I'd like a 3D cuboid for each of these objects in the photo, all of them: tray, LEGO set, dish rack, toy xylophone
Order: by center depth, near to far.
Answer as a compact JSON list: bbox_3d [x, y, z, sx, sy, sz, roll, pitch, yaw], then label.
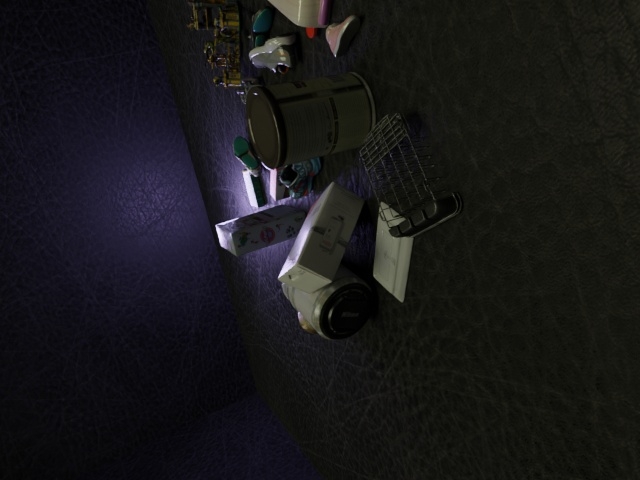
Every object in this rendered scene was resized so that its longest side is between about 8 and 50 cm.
[{"bbox_3d":[0.192,-0.150,1.012,0.208,0.074,0.271,-37,71,59],"label":"dish rack"},{"bbox_3d":[-0.075,-0.715,1.164,0.322,0.081,0.236,59,153,26],"label":"toy xylophone"},{"bbox_3d":[0.193,0.039,1.211,0.145,0.030,0.270,44,145,44],"label":"tray"},{"bbox_3d":[-0.403,-0.750,1.638,0.331,0.192,0.254,102,162,-54],"label":"LEGO set"}]

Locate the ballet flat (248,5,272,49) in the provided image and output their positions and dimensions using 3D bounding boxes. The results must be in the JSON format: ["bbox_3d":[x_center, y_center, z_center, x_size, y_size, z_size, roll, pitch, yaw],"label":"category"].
[{"bbox_3d":[-0.209,-0.719,1.468,0.074,0.074,0.203,63,157,17],"label":"ballet flat"}]

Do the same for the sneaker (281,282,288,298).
[{"bbox_3d":[-0.067,0.111,1.621,0.111,0.103,0.252,-45,26,54],"label":"sneaker"}]

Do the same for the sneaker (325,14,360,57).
[{"bbox_3d":[0.049,-0.524,1.075,0.070,0.051,0.134,63,160,6],"label":"sneaker"}]

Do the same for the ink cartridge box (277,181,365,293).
[{"bbox_3d":[0.000,0.000,1.284,0.117,0.282,0.207,28,156,-10],"label":"ink cartridge box"}]

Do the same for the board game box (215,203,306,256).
[{"bbox_3d":[-0.233,-0.047,1.720,0.224,0.304,0.097,22,126,60],"label":"board game box"}]

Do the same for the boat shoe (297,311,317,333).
[{"bbox_3d":[-0.039,0.210,1.717,0.123,0.123,0.342,-57,26,23],"label":"boat shoe"}]

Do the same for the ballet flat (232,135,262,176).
[{"bbox_3d":[-0.334,-0.376,1.977,0.240,0.091,0.077,60,176,32],"label":"ballet flat"}]

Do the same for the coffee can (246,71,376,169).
[{"bbox_3d":[-0.026,-0.311,1.115,0.201,0.276,0.201,46,146,45],"label":"coffee can"}]

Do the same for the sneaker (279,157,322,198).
[{"bbox_3d":[-0.091,-0.226,1.504,0.104,0.125,0.262,63,155,19],"label":"sneaker"}]

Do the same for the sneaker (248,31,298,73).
[{"bbox_3d":[-0.155,-0.591,1.413,0.272,0.100,0.107,20,131,60],"label":"sneaker"}]

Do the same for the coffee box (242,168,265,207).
[{"bbox_3d":[-0.324,-0.255,2.086,0.113,0.041,0.184,21,126,60],"label":"coffee box"}]

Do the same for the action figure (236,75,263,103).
[{"bbox_3d":[-0.237,-0.474,1.660,0.185,0.099,0.284,130,124,-75],"label":"action figure"}]

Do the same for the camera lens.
[{"bbox_3d":[0.024,0.180,1.438,0.274,0.220,0.219,36,138,53],"label":"camera lens"}]

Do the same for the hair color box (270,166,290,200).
[{"bbox_3d":[-0.137,-0.236,1.636,0.053,0.093,0.167,55,152,33],"label":"hair color box"}]
